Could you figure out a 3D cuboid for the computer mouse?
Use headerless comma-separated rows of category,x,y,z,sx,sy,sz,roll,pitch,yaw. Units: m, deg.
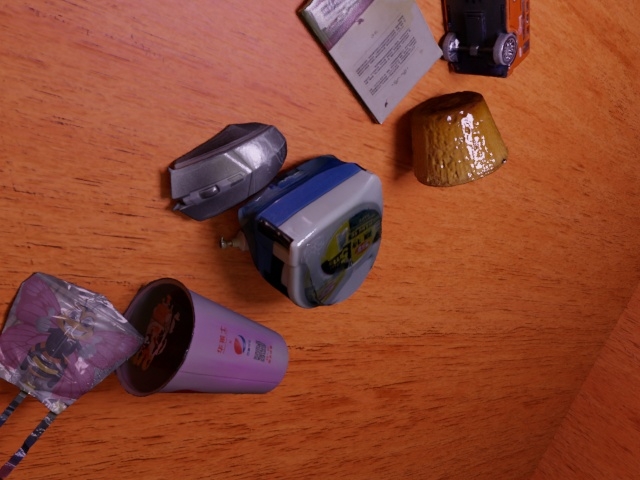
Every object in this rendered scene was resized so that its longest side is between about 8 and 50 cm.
computer mouse,-0.150,-0.115,0.869,0.231,0.071,0.126,-33,130,-17

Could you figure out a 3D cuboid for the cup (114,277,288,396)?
cup,-0.199,0.202,0.944,0.289,0.203,0.203,30,94,-49

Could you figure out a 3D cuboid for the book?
book,0.105,-0.378,0.944,0.201,0.026,0.289,-49,133,-4

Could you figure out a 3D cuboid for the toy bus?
toy bus,0.316,-0.488,0.971,0.153,0.143,0.329,-40,131,-25

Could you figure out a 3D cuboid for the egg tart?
egg tart,0.279,-0.215,1.059,0.203,0.203,0.147,-31,120,-20

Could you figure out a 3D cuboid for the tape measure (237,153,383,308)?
tape measure,0.001,-0.001,0.962,0.259,0.138,0.261,-35,140,-32

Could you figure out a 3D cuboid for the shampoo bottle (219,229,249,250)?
shampoo bottle,-0.126,-0.002,0.976,0.141,0.034,0.048,-11,128,-32

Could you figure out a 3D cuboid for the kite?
kite,-0.455,0.228,0.810,0.204,0.022,0.360,36,92,-13
